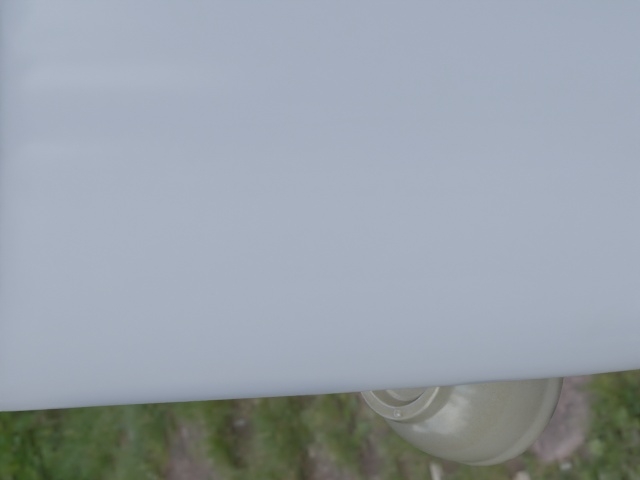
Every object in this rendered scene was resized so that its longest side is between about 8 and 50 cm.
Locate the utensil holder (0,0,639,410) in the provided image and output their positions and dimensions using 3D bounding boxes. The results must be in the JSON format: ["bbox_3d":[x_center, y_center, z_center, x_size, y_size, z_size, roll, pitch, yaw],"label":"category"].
[{"bbox_3d":[-0.019,-0.079,0.752,0.327,0.386,0.327,180,90,-72],"label":"utensil holder"}]

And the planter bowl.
[{"bbox_3d":[0.096,0.098,1.228,0.162,0.109,0.162,-10,76,45],"label":"planter bowl"}]
